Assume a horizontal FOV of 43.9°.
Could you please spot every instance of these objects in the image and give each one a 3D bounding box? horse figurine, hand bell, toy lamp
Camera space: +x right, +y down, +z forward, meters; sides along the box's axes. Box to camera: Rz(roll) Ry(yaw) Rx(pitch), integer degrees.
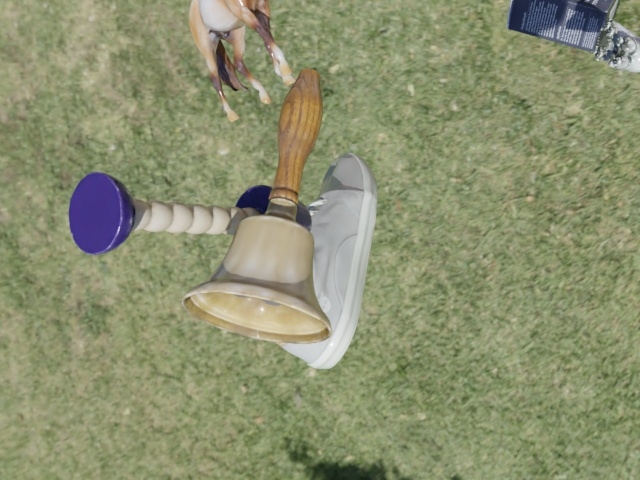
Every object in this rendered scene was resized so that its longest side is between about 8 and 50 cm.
[{"bbox_3d":[-0.091,-0.238,0.884,0.175,0.066,0.263,67,157,-2],"label":"horse figurine"},{"bbox_3d":[-0.030,-0.044,0.695,0.126,0.126,0.242,-8,60,39],"label":"hand bell"},{"bbox_3d":[-0.107,-0.022,0.773,0.080,0.274,0.080,-1,89,35],"label":"toy lamp"}]

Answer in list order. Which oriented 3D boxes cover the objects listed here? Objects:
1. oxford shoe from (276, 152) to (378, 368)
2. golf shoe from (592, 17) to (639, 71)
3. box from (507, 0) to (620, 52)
[{"bbox_3d":[0.000,0.000,1.279,0.130,0.450,0.169,24,134,-13],"label":"oxford shoe"},{"bbox_3d":[0.522,-0.322,1.346,0.085,0.176,0.069,14,121,-8],"label":"golf shoe"},{"bbox_3d":[0.534,-0.518,1.732,0.207,0.153,0.108,22,143,20],"label":"box"}]
